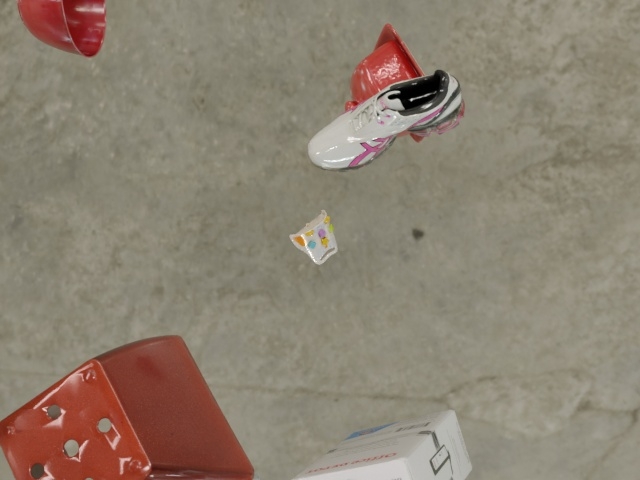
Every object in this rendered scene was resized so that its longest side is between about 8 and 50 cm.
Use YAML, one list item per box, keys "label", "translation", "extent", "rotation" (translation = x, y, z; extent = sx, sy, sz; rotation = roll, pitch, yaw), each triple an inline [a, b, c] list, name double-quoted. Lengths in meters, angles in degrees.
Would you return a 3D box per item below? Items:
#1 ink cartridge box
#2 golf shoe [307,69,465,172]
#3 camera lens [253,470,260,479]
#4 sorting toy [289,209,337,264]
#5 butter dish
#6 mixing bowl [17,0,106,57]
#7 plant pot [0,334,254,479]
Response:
- label: "ink cartridge box"
  translation: [0.077, 0.278, 0.994]
  extent: [0.148, 0.203, 0.085]
  rotation: [-19, 87, 24]
- label: "golf shoe"
  translation: [0.066, -0.139, 0.937]
  extent: [0.186, 0.067, 0.086]
  rotation: [-24, 154, 8]
- label: "camera lens"
  translation: [-0.255, 0.494, 1.469]
  extent: [0.274, 0.219, 0.219]
  rotation: [1, 131, -47]
- label: "sorting toy"
  translation: [0.000, 0.000, 1.485]
  extent: [0.083, 0.045, 0.075]
  rotation: [-40, 119, -26]
- label: "butter dish"
  translation: [0.092, -0.218, 1.284]
  extent: [0.118, 0.159, 0.160]
  rotation: [-29, 172, -14]
- label: "mixing bowl"
  translation: [-0.428, -0.388, 1.372]
  extent: [0.098, 0.181, 0.181]
  rotation: [1, 127, 7]
- label: "plant pot"
  translation: [-0.301, 0.300, 1.218]
  extent: [0.267, 0.267, 0.236]
  rotation: [-35, 160, 6]
